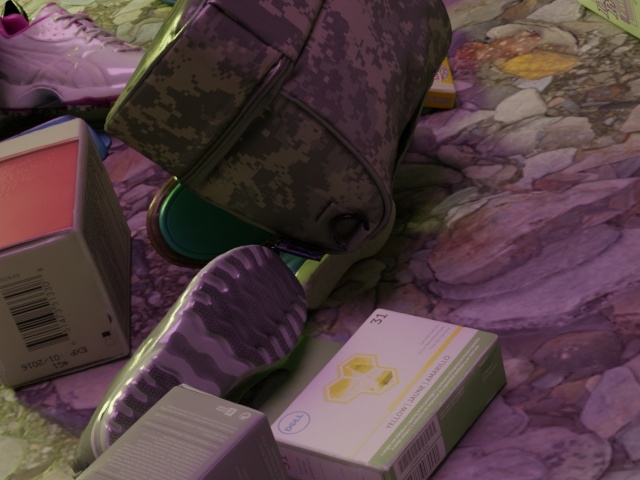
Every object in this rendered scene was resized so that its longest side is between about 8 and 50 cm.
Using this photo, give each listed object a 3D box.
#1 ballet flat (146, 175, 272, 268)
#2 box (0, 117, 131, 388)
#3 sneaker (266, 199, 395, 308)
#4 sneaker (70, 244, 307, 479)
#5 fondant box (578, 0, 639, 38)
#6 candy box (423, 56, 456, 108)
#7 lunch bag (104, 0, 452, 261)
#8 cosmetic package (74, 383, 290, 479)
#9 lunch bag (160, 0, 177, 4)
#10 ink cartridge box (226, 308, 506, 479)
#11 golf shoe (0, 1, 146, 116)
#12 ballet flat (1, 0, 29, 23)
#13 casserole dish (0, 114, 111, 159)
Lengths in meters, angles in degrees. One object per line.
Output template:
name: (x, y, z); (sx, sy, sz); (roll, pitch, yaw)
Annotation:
ballet flat: (-0.058, -0.069, 1.519); (0.342, 0.116, 0.124); (-38, 16, -31)
box: (-0.265, 0.008, 1.442); (0.127, 0.148, 0.232); (-17, 30, 2)
sneaker: (0.000, -0.001, 1.412); (0.084, 0.058, 0.152); (21, 53, 34)
sneaker: (-0.118, 0.101, 1.259); (0.115, 0.105, 0.281); (-27, 12, 46)
fondant box: (0.365, -0.324, 1.571); (0.096, 0.238, 0.330); (-24, 31, -8)
candy box: (0.091, -0.209, 1.701); (0.105, 0.027, 0.206); (6, 31, -6)
lunch bag: (-0.018, -0.157, 1.371); (0.212, 0.256, 0.305); (-47, 15, 46)
cosmetic package: (-0.126, 0.227, 1.048); (0.107, 0.127, 0.238); (15, 41, 41)
lunch bag: (-0.099, -0.431, 2.101); (0.303, 0.115, 0.243); (-35, 33, -25)
ink cartridge box: (0.009, 0.124, 1.215); (0.235, 0.056, 0.171); (11, 41, 36)
golf shoe: (-0.292, -0.223, 1.818); (0.306, 0.140, 0.115); (0, 5, 25)
ballet flat: (-0.440, -0.287, 2.097); (0.057, 0.049, 0.173); (-18, 31, 0)
casserole dish: (-0.340, -0.097, 1.759); (0.188, 0.037, 0.114); (-26, 31, -12)
